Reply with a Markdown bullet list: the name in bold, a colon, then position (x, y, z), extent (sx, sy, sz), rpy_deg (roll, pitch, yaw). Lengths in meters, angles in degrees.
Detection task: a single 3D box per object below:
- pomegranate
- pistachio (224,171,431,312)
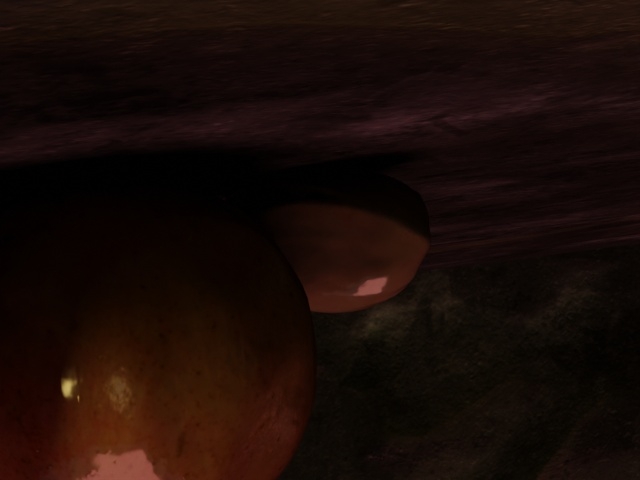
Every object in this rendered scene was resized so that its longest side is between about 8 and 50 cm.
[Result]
- **pomegranate**: position (-0.162, 0.112, 1.159), extent (0.338, 0.338, 0.338), rpy_deg (-8, 175, -1)
- **pistachio**: position (0.000, 0.000, 1.298), extent (0.223, 0.126, 0.152), rpy_deg (-6, 143, 36)
